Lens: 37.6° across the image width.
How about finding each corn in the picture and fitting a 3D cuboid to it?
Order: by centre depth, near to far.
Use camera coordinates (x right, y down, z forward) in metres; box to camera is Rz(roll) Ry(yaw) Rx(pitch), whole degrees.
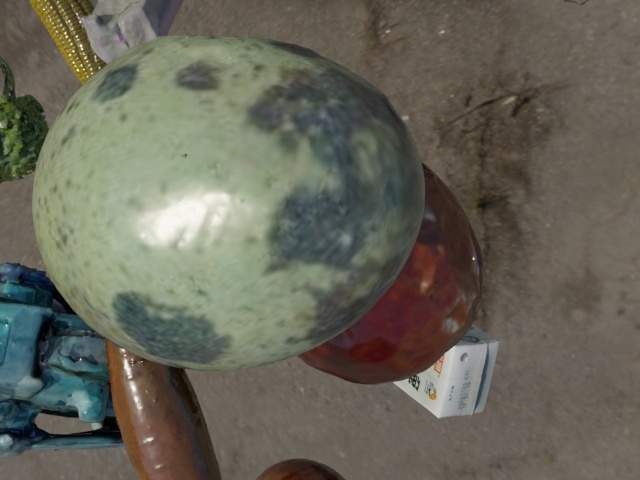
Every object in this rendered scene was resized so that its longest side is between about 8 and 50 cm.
[{"bbox_3d":[-0.355,-0.310,1.352,0.080,0.080,0.231,-29,104,-9],"label":"corn"}]

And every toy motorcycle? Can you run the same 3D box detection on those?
[{"bbox_3d":[-0.252,0.102,0.766,0.260,0.206,0.154,5,72,-3],"label":"toy motorcycle"}]

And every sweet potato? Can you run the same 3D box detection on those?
[{"bbox_3d":[-0.092,0.153,0.612,0.057,0.057,0.265,-17,96,-11],"label":"sweet potato"}]

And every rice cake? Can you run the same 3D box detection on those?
[{"bbox_3d":[-0.106,-0.196,0.654,0.048,0.270,0.055,-1,127,8],"label":"rice cake"}]

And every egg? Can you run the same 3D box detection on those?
[{"bbox_3d":[-0.038,-0.016,0.386,0.141,0.181,0.141,1,88,-45],"label":"egg"}]

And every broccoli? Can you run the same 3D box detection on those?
[{"bbox_3d":[-0.545,-0.188,1.329,0.254,0.186,0.302,-32,75,-12],"label":"broccoli"}]

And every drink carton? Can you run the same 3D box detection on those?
[{"bbox_3d":[0.153,0.167,1.573,0.106,0.315,0.131,-3,111,-31],"label":"drink carton"}]

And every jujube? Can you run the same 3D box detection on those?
[{"bbox_3d":[0.000,0.000,0.686,0.255,0.190,0.190,27,89,-26],"label":"jujube"}]

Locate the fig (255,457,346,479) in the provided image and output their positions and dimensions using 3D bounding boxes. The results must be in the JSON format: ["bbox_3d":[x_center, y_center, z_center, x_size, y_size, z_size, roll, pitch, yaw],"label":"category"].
[{"bbox_3d":[-0.024,0.453,1.441,0.235,0.235,0.215,29,69,-14],"label":"fig"}]

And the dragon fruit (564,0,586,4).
[{"bbox_3d":[0.346,-0.450,1.096,0.203,0.283,0.221,-16,129,29],"label":"dragon fruit"}]
